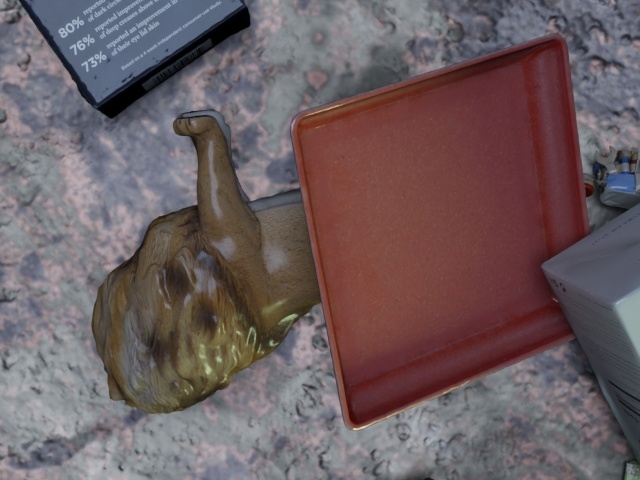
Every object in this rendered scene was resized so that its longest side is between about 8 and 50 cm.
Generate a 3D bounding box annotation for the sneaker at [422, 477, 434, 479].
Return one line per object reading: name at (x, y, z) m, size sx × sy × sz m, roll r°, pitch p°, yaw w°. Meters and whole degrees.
sneaker at (0.057, 0.246, 1.305) m, size 0.234 × 0.078 × 0.106 m, roll 13°, pitch 87°, yaw -5°

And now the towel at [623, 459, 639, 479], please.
towel at (0.302, 0.224, 1.342) m, size 0.083 × 0.009 × 0.060 m, roll 7°, pitch 91°, yaw -1°

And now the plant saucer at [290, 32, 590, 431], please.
plant saucer at (0.096, -0.012, 1.225) m, size 0.259 × 0.048 × 0.258 m, roll -20°, pitch 111°, yaw -26°

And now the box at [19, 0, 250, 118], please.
box at (-0.177, -0.228, 1.278) m, size 0.153 × 0.108 × 0.207 m, roll -34°, pitch 91°, yaw -1°

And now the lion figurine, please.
lion figurine at (0.000, 0.000, 1.272) m, size 0.392 × 0.142 × 0.240 m, roll -10°, pitch 99°, yaw -6°

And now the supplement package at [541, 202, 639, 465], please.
supplement package at (0.307, 0.099, 1.242) m, size 0.139 × 0.134 × 0.244 m, roll -32°, pitch 109°, yaw -8°

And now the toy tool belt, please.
toy tool belt at (0.256, -0.056, 1.326) m, size 0.083 × 0.052 × 0.051 m, roll 9°, pitch 59°, yaw -5°
